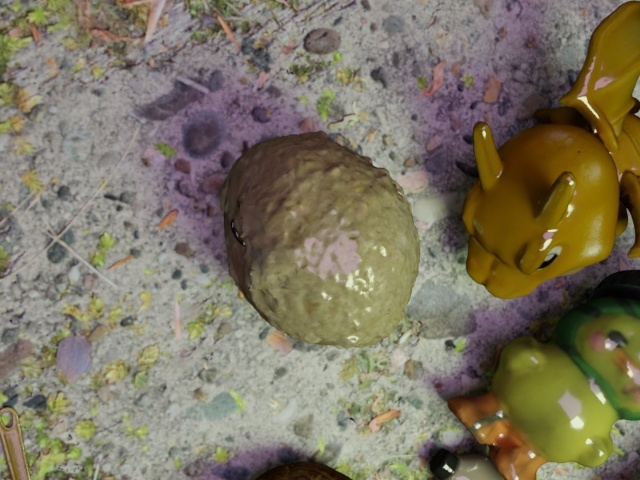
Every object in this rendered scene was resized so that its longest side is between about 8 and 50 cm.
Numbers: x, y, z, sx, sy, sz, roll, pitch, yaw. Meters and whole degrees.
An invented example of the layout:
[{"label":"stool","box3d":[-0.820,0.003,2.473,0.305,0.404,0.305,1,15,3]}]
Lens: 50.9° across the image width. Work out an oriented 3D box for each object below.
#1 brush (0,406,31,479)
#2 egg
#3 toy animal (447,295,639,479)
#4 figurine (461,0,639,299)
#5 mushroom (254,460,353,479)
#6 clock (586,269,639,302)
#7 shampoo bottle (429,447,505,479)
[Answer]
[{"label":"brush","box3d":[-0.412,0.328,0.925,0.083,0.011,0.205,-13,93,-13]},{"label":"egg","box3d":[0.000,0.000,0.905,0.279,0.279,0.311,-21,84,-13]},{"label":"toy animal","box3d":[0.382,0.223,1.028,0.338,0.191,0.216,-38,79,7]},{"label":"figurine","box3d":[0.386,-0.116,0.998,0.387,0.268,0.401,-27,108,-26]},{"label":"mushroom","box3d":[-0.023,0.436,0.929,0.252,0.153,0.253,2,59,-4]},{"label":"clock","box3d":[0.532,0.134,1.064,0.215,0.215,0.042,48,66,-10]},{"label":"shampoo bottle","box3d":[0.273,0.423,1.069,0.257,0.078,0.127,41,85,-9]}]
